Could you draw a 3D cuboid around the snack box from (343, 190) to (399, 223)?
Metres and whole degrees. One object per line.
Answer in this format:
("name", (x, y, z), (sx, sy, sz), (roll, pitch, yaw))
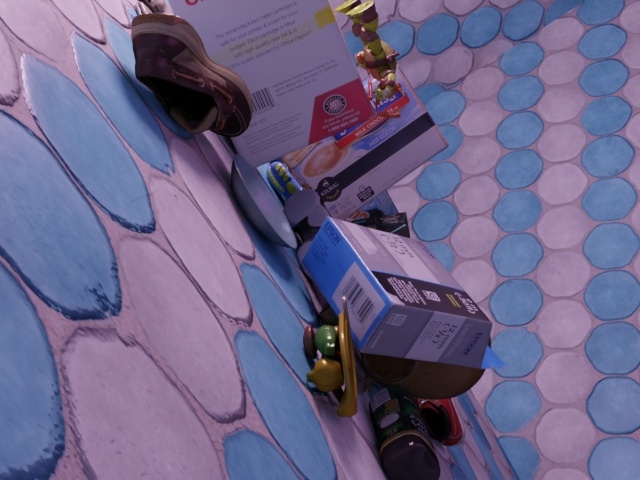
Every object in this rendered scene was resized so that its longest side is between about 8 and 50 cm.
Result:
("snack box", (0.086, -0.093, 2.255), (0.060, 0.187, 0.322), (50, 11, -45))

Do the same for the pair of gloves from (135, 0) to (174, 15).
("pair of gloves", (-0.303, -0.431, 1.707), (0.204, 0.042, 0.240), (49, 13, -49))

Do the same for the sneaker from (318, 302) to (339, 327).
("sneaker", (0.049, 0.143, 1.576), (0.086, 0.064, 0.192), (53, 5, 1))

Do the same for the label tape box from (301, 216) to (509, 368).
("label tape box", (0.172, 0.098, 1.522), (0.347, 0.115, 0.249), (11, 28, -35))

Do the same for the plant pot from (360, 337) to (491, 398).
("plant pot", (0.184, 0.207, 1.698), (0.237, 0.237, 0.254), (60, 22, 17))

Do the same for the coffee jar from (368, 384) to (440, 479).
("coffee jar", (0.133, 0.317, 1.383), (0.096, 0.079, 0.184), (55, 9, -21))

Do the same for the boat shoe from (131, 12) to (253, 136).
("boat shoe", (-0.202, -0.225, 1.374), (0.342, 0.123, 0.123), (52, 38, -68))

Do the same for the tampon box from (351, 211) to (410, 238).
("tampon box", (0.128, 0.034, 1.756), (0.161, 0.120, 0.101), (-89, 169, -57))

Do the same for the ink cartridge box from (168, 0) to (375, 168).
("ink cartridge box", (-0.093, -0.375, 1.689), (0.160, 0.279, 0.385), (-90, 158, -73))

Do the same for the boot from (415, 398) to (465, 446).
("boot", (0.240, 0.339, 1.939), (0.176, 0.088, 0.244), (40, 23, -61))

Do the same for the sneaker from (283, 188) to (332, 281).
("sneaker", (0.018, 0.022, 1.722), (0.153, 0.101, 0.269), (51, 11, -44))

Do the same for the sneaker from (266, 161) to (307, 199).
("sneaker", (-0.043, -0.094, 1.876), (0.188, 0.067, 0.078), (56, 26, 4))

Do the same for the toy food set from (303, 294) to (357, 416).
("toy food set", (0.012, 0.176, 1.271), (0.218, 0.071, 0.128), (-85, 166, -74))

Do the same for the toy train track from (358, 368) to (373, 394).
("toy train track", (0.074, 0.254, 1.507), (0.048, 0.014, 0.083), (65, 13, -3))

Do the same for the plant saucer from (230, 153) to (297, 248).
("plant saucer", (-0.108, -0.060, 1.496), (0.195, 0.037, 0.195), (57, 8, -12))

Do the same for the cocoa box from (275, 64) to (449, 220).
("cocoa box", (0.079, -0.222, 2.031), (0.228, 0.347, 0.231), (56, -2, -10))

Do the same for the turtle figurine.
("turtle figurine", (0.110, -0.356, 1.675), (0.269, 0.087, 0.217), (-104, 170, -60))
